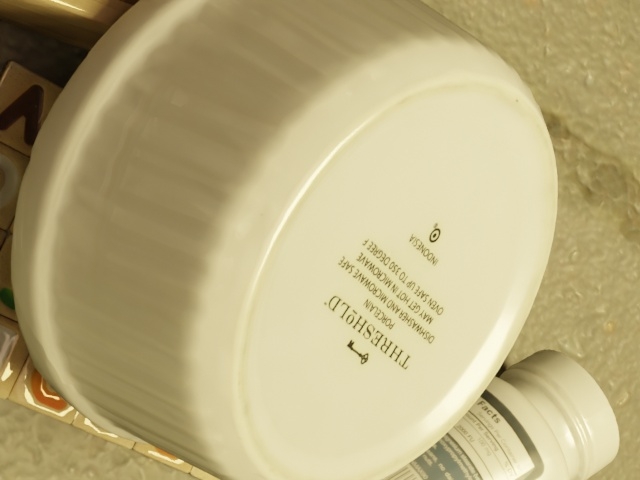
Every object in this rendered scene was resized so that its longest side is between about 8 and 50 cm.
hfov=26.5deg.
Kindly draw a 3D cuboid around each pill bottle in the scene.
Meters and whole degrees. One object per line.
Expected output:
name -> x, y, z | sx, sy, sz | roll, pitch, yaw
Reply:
pill bottle -> 0.083, 0.141, 0.802 | 0.180, 0.108, 0.108 | -27, 110, -24

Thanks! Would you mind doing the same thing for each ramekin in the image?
ramekin -> 0.000, 0.000, 0.660 | 0.273, 0.127, 0.273 | -26, 130, -36

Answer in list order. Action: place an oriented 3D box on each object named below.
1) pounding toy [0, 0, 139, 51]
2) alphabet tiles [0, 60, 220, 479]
pounding toy -> -0.090, -0.185, 0.666 | 0.206, 0.094, 0.181 | 15, 85, -40
alphabet tiles -> -0.092, 0.010, 0.738 | 0.237, 0.009, 0.198 | 29, 83, -31
